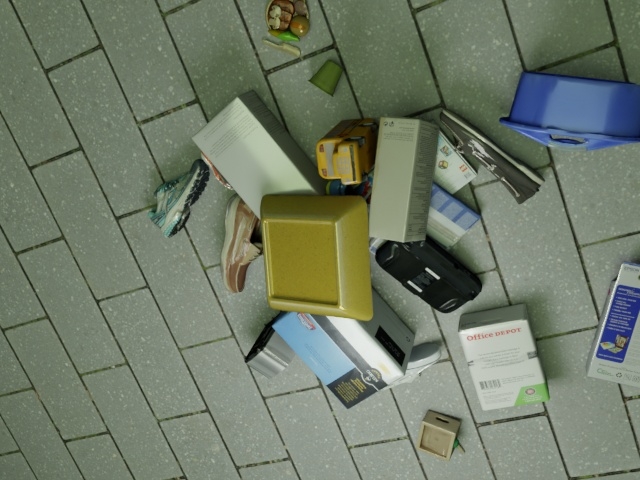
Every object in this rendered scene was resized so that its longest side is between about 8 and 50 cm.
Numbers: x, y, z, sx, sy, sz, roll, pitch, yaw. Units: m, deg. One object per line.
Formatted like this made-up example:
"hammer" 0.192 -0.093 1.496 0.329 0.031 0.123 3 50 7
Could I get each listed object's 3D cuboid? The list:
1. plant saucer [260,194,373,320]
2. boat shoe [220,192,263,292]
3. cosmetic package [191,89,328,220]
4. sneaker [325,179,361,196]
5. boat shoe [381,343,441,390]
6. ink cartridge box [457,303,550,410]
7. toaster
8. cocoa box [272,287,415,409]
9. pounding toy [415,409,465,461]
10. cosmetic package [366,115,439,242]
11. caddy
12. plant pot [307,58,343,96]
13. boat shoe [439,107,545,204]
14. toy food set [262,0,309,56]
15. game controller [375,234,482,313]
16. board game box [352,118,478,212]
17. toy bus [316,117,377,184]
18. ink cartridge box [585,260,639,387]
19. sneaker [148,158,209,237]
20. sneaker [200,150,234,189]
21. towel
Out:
"plant saucer" -0.032 0.048 1.802 0.333 0.081 0.332 3 102 32
"boat shoe" -0.230 0.018 2.070 0.117 0.123 0.324 11 115 9
"cosmetic package" -0.162 -0.219 1.936 0.197 0.155 0.365 -36 99 21
"sneaker" 0.089 -0.083 1.923 0.082 0.069 0.209 -1 128 38
"boat shoe" 0.271 0.394 2.102 0.258 0.095 0.084 -26 106 33
"ink cartridge box" 0.534 0.339 1.985 0.199 0.114 0.272 -14 107 19
"toaster" -0.142 0.326 2.108 0.110 0.185 0.168 37 142 -6
"cocoa box" 0.074 0.272 2.020 0.228 0.231 0.347 -39 97 26
"pounding toy" 0.390 0.624 2.158 0.141 0.100 0.130 16 114 20
"cosmetic package" 0.216 -0.157 1.765 0.113 0.160 0.309 11 97 28
"caddy" 0.612 -0.304 1.649 0.342 0.241 0.179 10 106 12
"plant pot" 0.021 -0.445 1.848 0.083 0.083 0.079 33 104 1
"boat shoe" 0.436 -0.218 1.799 0.335 0.112 0.095 35 111 -4
"toy food set" -0.089 -0.602 1.833 0.133 0.038 0.192 20 114 7
"game controller" 0.309 0.092 1.945 0.319 0.067 0.166 38 130 -21
"board game box" 0.257 -0.166 1.899 0.305 0.053 0.193 -38 98 25
"toy bus" 0.077 -0.236 1.767 0.130 0.332 0.108 -1 110 15
"ink cartridge box" 0.869 0.230 1.880 0.176 0.069 0.370 11 116 12
"sneaker" -0.442 -0.142 2.072 0.122 0.110 0.283 36 115 3
"sneaker" -0.288 -0.220 2.027 0.065 0.061 0.158 -37 100 15
"towel" 0.287 -0.024 1.918 0.209 0.034 0.285 31 119 -22
